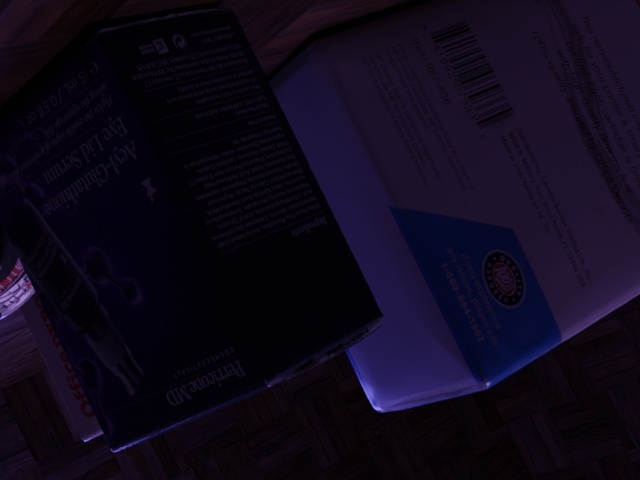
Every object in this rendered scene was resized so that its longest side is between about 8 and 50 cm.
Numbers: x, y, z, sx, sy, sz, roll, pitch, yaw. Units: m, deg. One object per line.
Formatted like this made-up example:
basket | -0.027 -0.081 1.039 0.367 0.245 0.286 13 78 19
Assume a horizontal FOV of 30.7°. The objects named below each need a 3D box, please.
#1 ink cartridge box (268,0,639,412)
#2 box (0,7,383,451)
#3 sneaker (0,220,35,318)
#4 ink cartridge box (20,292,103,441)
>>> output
ink cartridge box | 0.169 -0.068 1.010 0.395 0.285 0.166 -25 178 -33
box | -0.085 -0.004 0.673 0.153 0.207 0.108 -30 176 42
sneaker | -0.319 0.057 0.825 0.270 0.090 0.145 -29 174 -1
ink cartridge box | -0.162 0.061 1.212 0.273 0.197 0.114 -29 175 23
